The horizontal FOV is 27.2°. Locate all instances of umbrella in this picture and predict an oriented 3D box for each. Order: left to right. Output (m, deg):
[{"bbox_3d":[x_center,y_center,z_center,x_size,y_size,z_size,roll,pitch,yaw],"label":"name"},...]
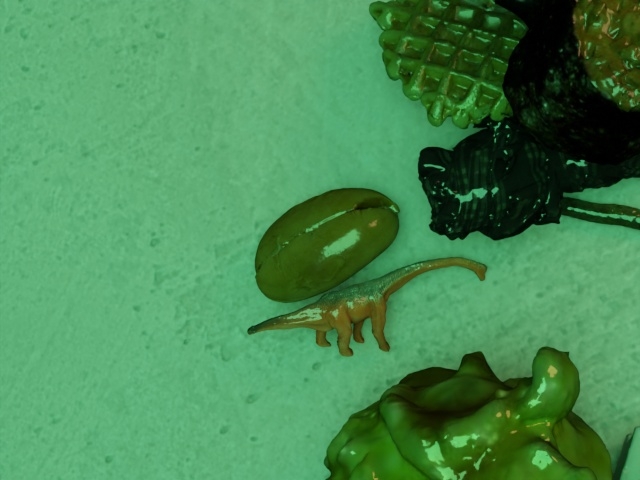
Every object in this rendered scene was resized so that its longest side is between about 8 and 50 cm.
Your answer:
[{"bbox_3d":[0.272,-0.089,1.436,0.337,0.154,0.128,-12,127,13],"label":"umbrella"}]

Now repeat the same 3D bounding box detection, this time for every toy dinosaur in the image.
[{"bbox_3d":[0.056,0.080,1.513,0.280,0.055,0.101,-11,120,-12],"label":"toy dinosaur"}]

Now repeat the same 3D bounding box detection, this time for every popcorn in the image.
[{"bbox_3d":[0.164,0.266,1.384,0.335,0.279,0.274,3,63,30],"label":"popcorn"}]

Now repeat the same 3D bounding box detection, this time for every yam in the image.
[{"bbox_3d":[0.380,-0.020,1.473,0.234,0.029,0.027,12,119,11],"label":"yam"}]

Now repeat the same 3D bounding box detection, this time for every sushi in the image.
[{"bbox_3d":[0.311,-0.249,1.346,0.234,0.207,0.348,29,62,3],"label":"sushi"}]

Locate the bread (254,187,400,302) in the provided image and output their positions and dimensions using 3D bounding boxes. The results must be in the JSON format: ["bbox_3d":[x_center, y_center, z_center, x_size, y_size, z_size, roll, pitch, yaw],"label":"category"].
[{"bbox_3d":[0.000,0.000,1.517,0.189,0.077,0.114,-31,45,15],"label":"bread"}]

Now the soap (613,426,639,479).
[{"bbox_3d":[0.420,0.306,1.404,0.230,0.091,0.145,19,76,9],"label":"soap"}]

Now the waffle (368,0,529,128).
[{"bbox_3d":[0.173,-0.218,1.462,0.214,0.054,0.208,-19,56,-7],"label":"waffle"}]
